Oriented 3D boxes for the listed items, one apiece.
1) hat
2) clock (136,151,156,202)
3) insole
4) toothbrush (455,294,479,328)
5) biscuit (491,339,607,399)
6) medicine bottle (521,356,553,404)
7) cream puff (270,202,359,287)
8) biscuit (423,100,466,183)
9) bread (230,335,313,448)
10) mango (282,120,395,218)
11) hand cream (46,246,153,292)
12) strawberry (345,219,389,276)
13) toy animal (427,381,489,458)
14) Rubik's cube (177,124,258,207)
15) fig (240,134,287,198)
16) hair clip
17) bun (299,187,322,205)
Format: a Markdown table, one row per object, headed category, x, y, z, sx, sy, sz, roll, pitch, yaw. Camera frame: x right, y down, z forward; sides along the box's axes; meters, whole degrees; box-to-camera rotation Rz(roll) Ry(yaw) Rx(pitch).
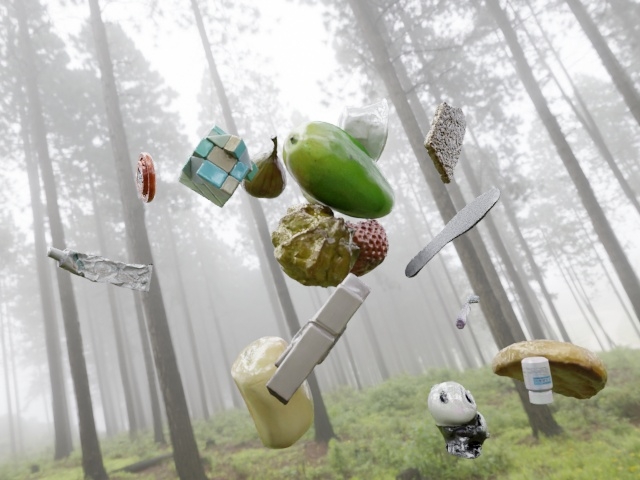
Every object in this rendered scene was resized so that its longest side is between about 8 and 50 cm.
| category | x | y | z | sx | sy | sz | roll | pitch | yaw |
| --- | --- | --- | --- | --- | --- | --- | --- | --- | --- |
| hat | 0.116 | -0.328 | 1.384 | 0.126 | 0.203 | 0.203 | 4 | -23 | -12 |
| clock | -0.714 | -0.255 | 1.884 | 0.051 | 0.205 | 0.205 | -6 | -21 | -31 |
| insole | 0.356 | -0.017 | 1.273 | 0.348 | 0.009 | 0.119 | -47 | 15 | 24 |
| toothbrush | 0.347 | 0.160 | 1.083 | 0.029 | 0.024 | 0.354 | -7 | -1 | 22 |
| biscuit | 0.604 | 0.325 | 1.193 | 0.274 | 0.091 | 0.213 | 23 | -36 | -10 |
| medicine bottle | 0.452 | 0.290 | 0.962 | 0.052 | 0.089 | 0.052 | -7 | -7 | -1 |
| cream puff | -0.010 | 0.012 | 1.230 | 0.244 | 0.244 | 0.196 | -5 | -7 | -36 |
| biscuit | 0.304 | -0.256 | 1.101 | 0.026 | 0.237 | 0.131 | -4 | -43 | 37 |
| bread | -0.177 | 0.564 | 1.765 | 0.253 | 0.376 | 0.348 | -25 | 5 | -13 |
| mango | 0.059 | -0.184 | 1.289 | 0.382 | 0.225 | 0.201 | 30 | -83 | -26 |
| hand cream | -0.567 | 0.071 | 1.199 | 0.257 | 0.084 | 0.050 | 20 | -34 | -32 |
| strawberry | 0.142 | 0.032 | 1.596 | 0.253 | 0.150 | 0.280 | -33 | -18 | -21 |
| toy animal | 0.380 | 0.482 | 1.278 | 0.138 | 0.179 | 0.166 | -19 | -5 | -6 |
| Rubik's cube | -0.335 | -0.248 | 1.556 | 0.224 | 0.213 | 0.265 | 33 | -21 | -16 |
| fig | -0.228 | -0.323 | 2.004 | 0.217 | 0.217 | 0.321 | -8 | -29 | -29 |
| hair clip | -0.007 | 0.218 | 1.028 | 0.331 | 0.085 | 0.101 | -53 | -6 | 24 |
| bun | 0.024 | -0.236 | 1.913 | 0.220 | 0.220 | 0.134 | -5 | -27 | -37 |
